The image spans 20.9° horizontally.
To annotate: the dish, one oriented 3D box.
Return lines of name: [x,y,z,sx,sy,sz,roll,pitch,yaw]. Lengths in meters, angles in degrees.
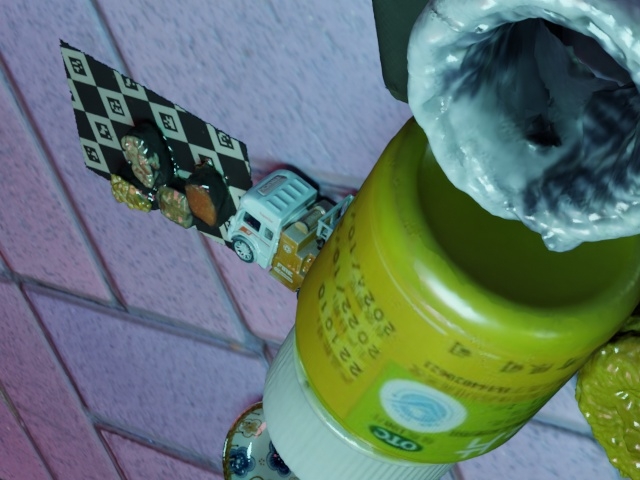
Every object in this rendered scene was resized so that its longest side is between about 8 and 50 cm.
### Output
dish: [-0.036,0.255,2.003,0.141,0.078,0.141,-4,83,37]

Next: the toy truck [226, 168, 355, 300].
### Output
toy truck: [-0.001,0.000,1.649,0.178,0.080,0.115,36,143,18]

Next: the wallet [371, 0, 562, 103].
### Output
wallet: [0.111,-0.176,1.329,0.169,0.052,0.245,22,148,23]

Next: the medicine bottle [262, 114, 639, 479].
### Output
medicine bottle: [0.093,0.065,1.414,0.224,0.224,0.384,44,145,7]

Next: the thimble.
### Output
thimble: [0.179,-0.123,1.157,0.217,0.157,0.245,23,145,16]

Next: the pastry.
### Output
pastry: [0.296,0.127,1.379,0.189,0.103,0.188,33,147,25]

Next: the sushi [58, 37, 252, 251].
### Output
sushi: [-0.182,-0.076,1.833,0.279,0.043,0.192,30,146,29]
